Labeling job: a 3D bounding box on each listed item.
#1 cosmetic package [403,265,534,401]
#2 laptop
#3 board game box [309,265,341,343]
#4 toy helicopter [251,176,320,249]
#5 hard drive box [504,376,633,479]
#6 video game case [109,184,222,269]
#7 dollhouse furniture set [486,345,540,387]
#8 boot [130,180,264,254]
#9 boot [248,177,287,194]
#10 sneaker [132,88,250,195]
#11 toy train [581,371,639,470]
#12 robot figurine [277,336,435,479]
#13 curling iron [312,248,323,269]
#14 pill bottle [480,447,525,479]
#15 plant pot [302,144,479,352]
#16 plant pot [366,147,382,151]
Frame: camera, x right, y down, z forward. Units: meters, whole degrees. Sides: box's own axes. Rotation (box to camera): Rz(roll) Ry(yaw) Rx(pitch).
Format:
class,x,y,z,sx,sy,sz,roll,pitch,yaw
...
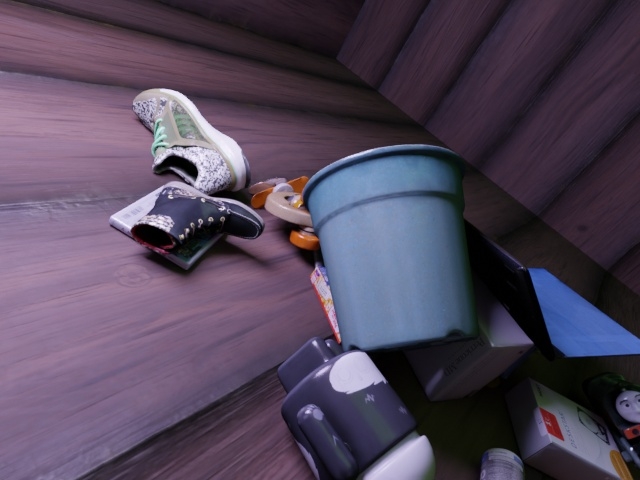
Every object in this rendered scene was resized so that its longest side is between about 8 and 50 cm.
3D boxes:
class,x,y,z,sx,sy,sz,roll,pitch,yaw
cosmetic package,0.280,0.157,0.992,0.156,0.217,0.385,11,35,-33
laptop,0.508,0.069,0.974,0.408,0.236,0.382,59,3,-28
board game box,0.074,0.150,0.974,0.146,0.045,0.193,9,38,-34
toy helicopter,-0.027,-0.102,1.146,0.235,0.140,0.355,24,21,24
hard drive box,0.565,0.457,0.948,0.232,0.089,0.181,29,30,-7
video game case,-0.318,-0.037,0.904,0.183,0.023,0.201,32,30,-2
dollhouse furniture set,0.459,0.258,1.158,0.303,0.198,0.286,-31,40,-24
boot,-0.246,-0.025,0.848,0.236,0.085,0.179,22,33,-6
boot,-0.154,-0.160,1.207,0.118,0.042,0.087,-6,21,-11
sneaker,-0.374,-0.250,1.057,0.410,0.158,0.182,37,48,17
toy train,0.768,0.437,1.028,0.334,0.142,0.190,27,36,-63
robot figurine,0.046,0.289,0.637,0.209,0.174,0.278,-15,54,-37
curling iron,0.000,0.000,1.126,0.068,0.035,0.274,21,32,-13
pill bottle,0.329,0.457,0.742,0.078,0.078,0.137,36,31,6
plant pot,0.148,0.045,0.818,0.341,0.341,0.334,7,68,-36
plant pot,0.215,-0.243,1.531,0.205,0.205,0.188,31,16,-3
